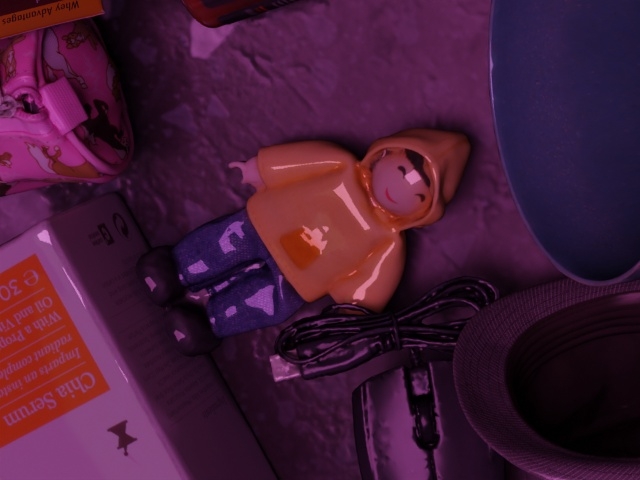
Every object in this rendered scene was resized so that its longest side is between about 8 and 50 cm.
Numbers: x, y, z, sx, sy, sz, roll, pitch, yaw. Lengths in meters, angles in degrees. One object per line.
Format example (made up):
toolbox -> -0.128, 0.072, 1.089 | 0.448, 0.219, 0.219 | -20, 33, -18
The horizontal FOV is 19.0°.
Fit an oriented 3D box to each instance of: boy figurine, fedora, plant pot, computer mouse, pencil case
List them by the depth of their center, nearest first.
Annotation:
plant pot -> 0.268, -0.121, 1.365 | 0.195, 0.290, 0.290 | -6, 100, -20
fedora -> 0.241, 0.135, 1.443 | 0.275, 0.243, 0.124 | -12, 128, -5
computer mouse -> 0.080, 0.175, 1.520 | 0.188, 0.072, 0.272 | -14, 110, 4
boy figurine -> 0.000, 0.000, 1.537 | 0.285, 0.092, 0.177 | -25, 90, 22
pencil case -> -0.351, -0.079, 1.571 | 0.386, 0.160, 0.167 | -14, 141, 16

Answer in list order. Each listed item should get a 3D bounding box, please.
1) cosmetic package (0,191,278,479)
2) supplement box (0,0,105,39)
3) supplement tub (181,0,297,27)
cosmetic package -> -0.178, 0.215, 1.590 | 0.230, 0.161, 0.453 | -29, 92, 19
supplement box -> -0.281, -0.259, 1.435 | 0.191, 0.129, 0.194 | -16, 130, -12
supplement tub -> -0.017, -0.241, 1.489 | 0.198, 0.106, 0.106 | -16, 95, 18
